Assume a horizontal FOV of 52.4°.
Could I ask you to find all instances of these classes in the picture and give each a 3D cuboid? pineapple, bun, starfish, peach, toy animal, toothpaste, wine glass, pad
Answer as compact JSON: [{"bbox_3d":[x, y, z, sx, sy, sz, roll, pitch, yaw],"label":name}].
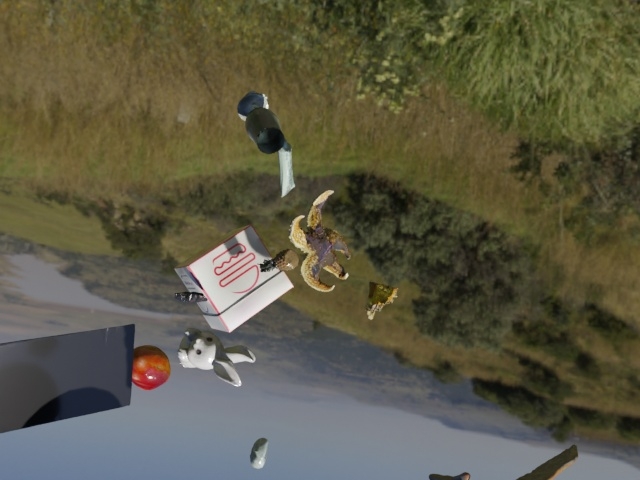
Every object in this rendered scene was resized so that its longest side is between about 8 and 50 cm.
[{"bbox_3d":[0.154,0.161,1.787,0.077,0.114,0.114,36,161,-18],"label":"pineapple"},{"bbox_3d":[-0.171,0.589,1.804,0.045,0.083,0.083,10,166,1],"label":"bun"},{"bbox_3d":[-0.111,0.062,1.670,0.058,0.058,0.124,19,149,-38],"label":"pineapple"},{"bbox_3d":[-0.002,0.000,1.471,0.071,0.216,0.238,2,164,31],"label":"starfish"},{"bbox_3d":[-0.398,0.295,1.509,0.100,0.101,0.101,8,166,2],"label":"peach"},{"bbox_3d":[0.213,0.371,0.913,0.284,0.225,0.302,-15,141,31],"label":"toy animal"},{"bbox_3d":[-0.119,-0.256,2.272,0.047,0.069,0.268,6,144,6],"label":"toothpaste"},{"bbox_3d":[-0.169,-0.339,1.877,0.103,0.222,0.103,-12,131,-15],"label":"wine glass"},{"bbox_3d":[-0.288,0.301,1.733,0.220,0.104,0.131,2,138,42],"label":"toy animal"},{"bbox_3d":[-0.515,0.272,1.278,0.299,0.202,0.005,-6,-155,-35],"label":"pad"}]

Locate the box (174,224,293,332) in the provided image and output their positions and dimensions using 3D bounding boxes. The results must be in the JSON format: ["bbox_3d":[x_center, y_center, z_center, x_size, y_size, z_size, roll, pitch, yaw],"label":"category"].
[{"bbox_3d":[-0.345,0.146,2.532,0.312,0.300,0.314,-34,-171,-21],"label":"box"}]

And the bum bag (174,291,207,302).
[{"bbox_3d":[-0.462,0.203,2.310,0.124,0.034,0.058,-5,149,15],"label":"bum bag"}]
